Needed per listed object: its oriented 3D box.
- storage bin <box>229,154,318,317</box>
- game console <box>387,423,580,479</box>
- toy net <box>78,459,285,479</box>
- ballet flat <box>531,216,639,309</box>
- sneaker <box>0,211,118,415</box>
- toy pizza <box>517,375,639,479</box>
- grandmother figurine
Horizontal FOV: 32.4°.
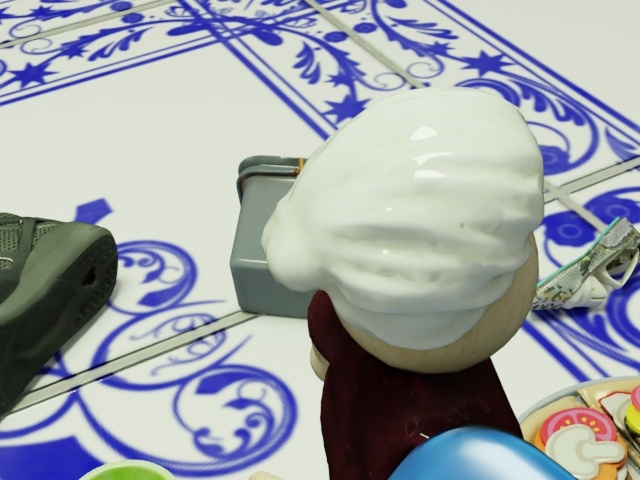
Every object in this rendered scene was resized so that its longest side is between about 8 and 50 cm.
[{"bbox_3d":[0.000,0.000,0.765,0.135,0.098,0.091,4,49,10],"label":"storage bin"},{"bbox_3d":[0.079,0.244,0.284,0.173,0.250,0.293,-32,51,-28],"label":"game console"},{"bbox_3d":[-0.019,0.160,0.591,0.232,0.045,0.122,-11,38,-10],"label":"toy net"},{"bbox_3d":[0.188,0.023,0.759,0.114,0.041,0.041,-34,47,-32],"label":"ballet flat"},{"bbox_3d":[-0.246,0.051,0.720,0.130,0.087,0.227,12,37,22],"label":"sneaker"},{"bbox_3d":[0.193,0.140,0.609,0.201,0.032,0.201,-2,38,2],"label":"toy pizza"},{"bbox_3d":[0.039,0.093,0.429,0.104,0.343,0.208,-19,41,-19],"label":"grandmother figurine"}]
